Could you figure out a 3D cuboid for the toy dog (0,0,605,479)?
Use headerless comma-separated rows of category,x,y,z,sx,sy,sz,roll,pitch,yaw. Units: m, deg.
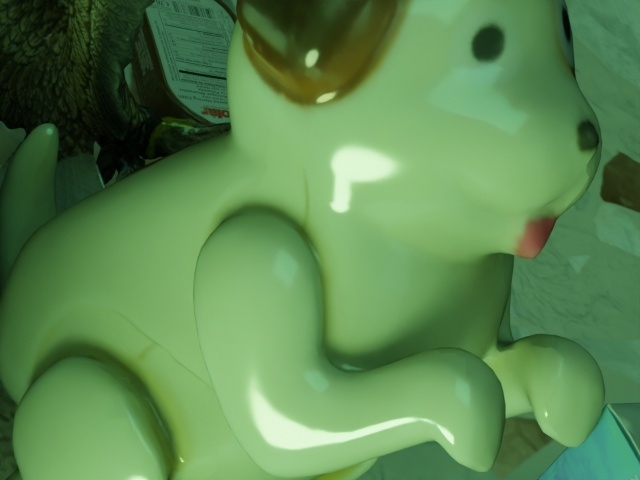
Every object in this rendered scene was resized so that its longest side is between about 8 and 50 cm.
toy dog,0.000,0.000,0.889,0.285,0.408,0.395,8,38,-45

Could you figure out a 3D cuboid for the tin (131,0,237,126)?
tin,-0.108,-0.151,1.301,0.106,0.040,0.189,3,49,-29

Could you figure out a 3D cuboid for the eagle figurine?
eagle figurine,-0.179,-0.159,1.060,0.226,0.298,0.225,-28,49,-3

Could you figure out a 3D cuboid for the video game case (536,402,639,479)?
video game case,0.210,0.202,0.991,0.244,0.269,0.061,1,48,-36
